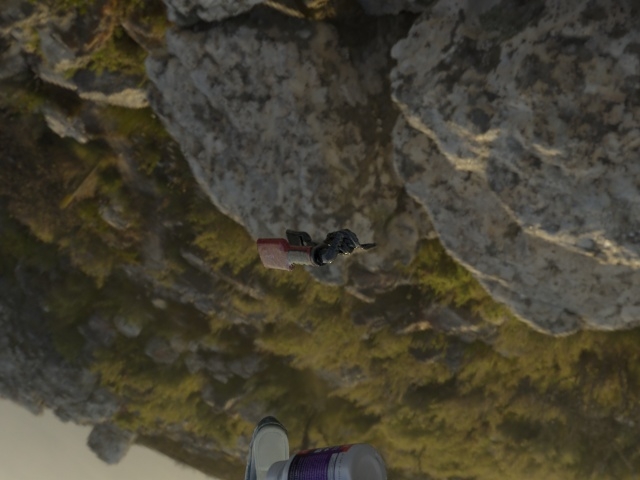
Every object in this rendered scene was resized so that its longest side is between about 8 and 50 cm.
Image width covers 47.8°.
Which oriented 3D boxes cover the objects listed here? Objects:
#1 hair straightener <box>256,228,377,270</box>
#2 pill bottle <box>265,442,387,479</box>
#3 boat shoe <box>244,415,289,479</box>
[{"bbox_3d":[0.000,0.000,0.813,0.230,0.089,0.047,-13,95,69],"label":"hair straightener"},{"bbox_3d":[0.004,0.401,1.205,0.193,0.108,0.108,-18,127,35],"label":"pill bottle"},{"bbox_3d":[-0.129,0.584,1.774,0.116,0.320,0.099,2,-165,-11],"label":"boat shoe"}]
